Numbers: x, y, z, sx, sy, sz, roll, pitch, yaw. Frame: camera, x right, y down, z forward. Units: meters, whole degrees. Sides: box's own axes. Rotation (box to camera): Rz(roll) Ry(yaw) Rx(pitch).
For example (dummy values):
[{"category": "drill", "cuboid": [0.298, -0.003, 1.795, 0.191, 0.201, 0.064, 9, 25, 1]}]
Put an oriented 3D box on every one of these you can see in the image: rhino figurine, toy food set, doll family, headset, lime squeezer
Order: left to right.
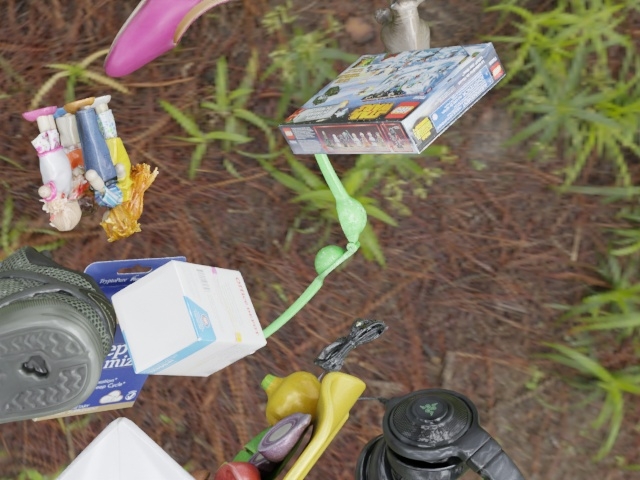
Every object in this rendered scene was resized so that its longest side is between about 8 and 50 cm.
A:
[{"category": "doll family", "cuboid": [-0.254, -0.082, 1.501, 0.118, 0.263, 0.163, -14, 97, 0]}, {"category": "toy food set", "cuboid": [-0.058, 0.168, 0.896, 0.071, 0.128, 0.218, 36, 77, 6]}, {"category": "lime squeezer", "cuboid": [0.000, 0.000, 1.735, 0.110, 0.059, 0.310, 10, 105, -9]}, {"category": "rhino figurine", "cuboid": [0.117, -0.283, 1.811, 0.073, 0.106, 0.243, -12, 134, -5]}, {"category": "headset", "cuboid": [0.149, 0.279, 1.795, 0.394, 0.243, 0.185, 43, 54, 16]}]

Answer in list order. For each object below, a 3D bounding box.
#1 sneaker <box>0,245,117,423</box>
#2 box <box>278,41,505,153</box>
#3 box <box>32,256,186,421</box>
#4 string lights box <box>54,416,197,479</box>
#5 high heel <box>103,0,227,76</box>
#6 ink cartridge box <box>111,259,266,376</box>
[{"category": "sneaker", "cuboid": [-0.234, 0.068, 0.824, 0.228, 0.130, 0.087, -13, 106, 10]}, {"category": "box", "cuboid": [0.046, -0.095, 0.880, 0.094, 0.137, 0.027, -42, 116, -27]}, {"category": "box", "cuboid": [-0.240, 0.114, 1.485, 0.136, 0.036, 0.225, -3, 133, -41]}, {"category": "string lights box", "cuboid": [-0.042, 0.143, 0.446, 0.133, 0.259, 0.077, 43, 75, 5]}, {"category": "high heel", "cuboid": [-0.116, -0.314, 1.748, 0.377, 0.127, 0.181, -43, 96, 12]}, {"category": "ink cartridge box", "cuboid": [-0.133, 0.087, 1.379, 0.090, 0.143, 0.092, -29, 69, 23]}]
